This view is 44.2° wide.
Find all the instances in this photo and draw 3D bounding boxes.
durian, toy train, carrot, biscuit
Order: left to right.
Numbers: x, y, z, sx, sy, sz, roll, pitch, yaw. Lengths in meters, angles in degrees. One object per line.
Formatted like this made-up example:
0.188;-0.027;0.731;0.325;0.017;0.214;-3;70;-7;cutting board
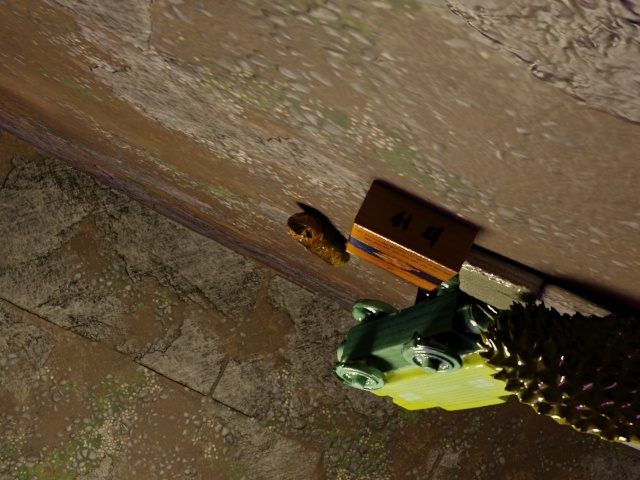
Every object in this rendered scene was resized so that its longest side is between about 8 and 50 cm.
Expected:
-0.001;0.000;1.488;0.068;0.069;0.228;23;172;24;carrot
0.215;0.206;1.465;0.272;0.179;0.442;28;152;-20;toy train
0.261;0.065;1.154;0.121;0.041;0.199;25;171;17;biscuit
0.381;0.181;1.042;0.351;0.158;0.169;14;173;-1;durian

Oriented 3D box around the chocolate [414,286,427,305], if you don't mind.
0.257;0.157;1.607;0.125;0.080;0.148;20;168;42;chocolate

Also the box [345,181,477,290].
0.118;0.002;1.109;0.152;0.070;0.237;25;173;4;box

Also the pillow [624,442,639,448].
0.589;0.322;1.464;0.312;0.119;0.310;24;174;15;pillow
